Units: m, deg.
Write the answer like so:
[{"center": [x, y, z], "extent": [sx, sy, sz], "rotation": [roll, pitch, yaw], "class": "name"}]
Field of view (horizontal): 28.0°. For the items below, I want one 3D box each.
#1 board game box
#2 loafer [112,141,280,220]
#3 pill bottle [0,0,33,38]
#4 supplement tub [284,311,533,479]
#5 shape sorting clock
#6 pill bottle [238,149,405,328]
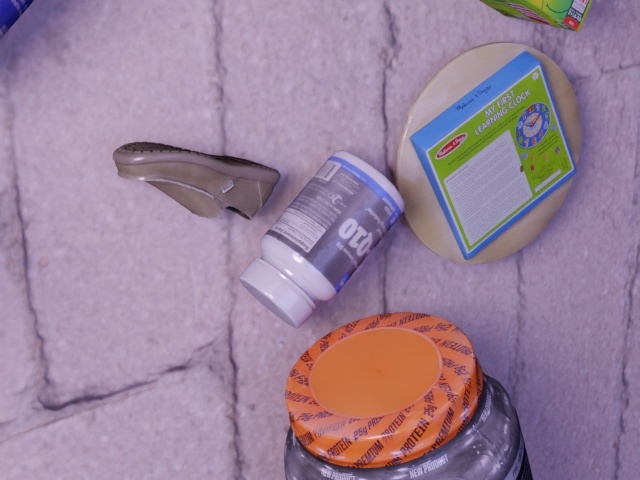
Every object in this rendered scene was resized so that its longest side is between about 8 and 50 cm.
[{"center": [0.136, -0.232, 1.060], "extent": [0.181, 0.092, 0.043], "rotation": [20, 93, -40], "class": "board game box"}, {"center": [-0.093, -0.043, 0.982], "extent": [0.148, 0.056, 0.050], "rotation": [8, 96, -39], "class": "loafer"}, {"center": [-0.209, -0.200, 0.796], "extent": [0.186, 0.112, 0.112], "rotation": [-52, 130, -10], "class": "pill bottle"}, {"center": [0.091, 0.243, 1.136], "extent": [0.207, 0.207, 0.338], "rotation": [-32, 124, -24], "class": "supplement tub"}, {"center": [0.154, -0.078, 1.167], "extent": [0.206, 0.040, 0.206], "rotation": [-14, 116, -29], "class": "shape sorting clock"}, {"center": [0.000, 0.000, 1.056], "extent": [0.137, 0.078, 0.078], "rotation": [-51, 129, -10], "class": "pill bottle"}]
